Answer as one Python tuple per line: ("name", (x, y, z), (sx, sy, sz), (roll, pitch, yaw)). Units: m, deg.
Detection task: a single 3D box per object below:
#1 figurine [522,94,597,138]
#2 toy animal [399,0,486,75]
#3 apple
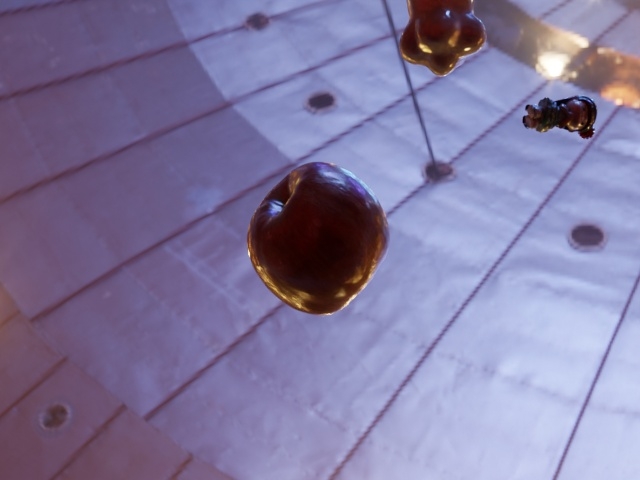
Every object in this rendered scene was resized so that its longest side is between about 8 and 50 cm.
("figurine", (0.320, -0.162, 1.522), (0.106, 0.060, 0.047), (-4, -166, -22))
("toy animal", (0.044, -0.238, 0.606), (0.138, 0.140, 0.282), (11, -109, 15))
("apple", (0.000, 0.000, 1.155), (0.146, 0.131, 0.146), (-41, -162, 16))
